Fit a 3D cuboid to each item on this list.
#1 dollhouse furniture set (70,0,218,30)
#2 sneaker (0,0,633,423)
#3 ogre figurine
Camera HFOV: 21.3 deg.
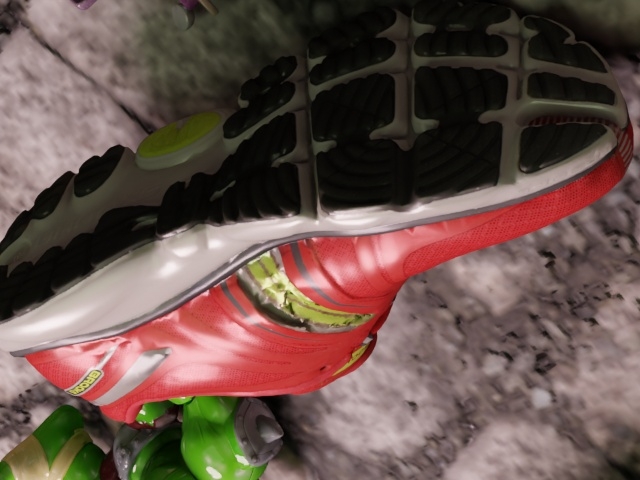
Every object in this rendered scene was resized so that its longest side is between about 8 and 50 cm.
[{"bbox_3d":[-0.074,-0.138,0.656,0.114,0.091,0.081,47,-178,26],"label":"dollhouse furniture set"},{"bbox_3d":[0.000,0.000,0.651,0.279,0.107,0.118,-18,131,31],"label":"sneaker"},{"bbox_3d":[-0.082,0.103,0.788,0.118,0.097,0.197,36,103,22],"label":"ogre figurine"}]
